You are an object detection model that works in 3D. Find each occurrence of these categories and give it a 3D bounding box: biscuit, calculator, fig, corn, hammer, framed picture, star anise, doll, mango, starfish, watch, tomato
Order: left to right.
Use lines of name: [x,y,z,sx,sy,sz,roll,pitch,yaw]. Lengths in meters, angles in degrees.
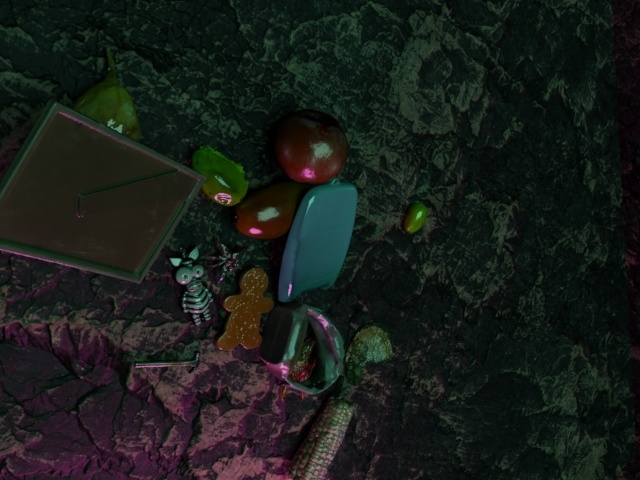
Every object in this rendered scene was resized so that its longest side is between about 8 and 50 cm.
framed picture: [-0.482,-0.081,1.337,0.326,0.028,0.446,-56,147,4]
fig: [-0.481,-0.313,1.365,0.159,0.159,0.256,5,80,-37]
hammer: [-0.411,0.334,1.634,0.182,0.017,0.062,4,99,-35]
doll: [-0.339,0.120,1.602,0.091,0.067,0.219,-22,111,-26]
mango: [-0.266,-0.165,1.569,0.178,0.100,0.119,47,37,-25]
star anise: [-0.260,0.063,1.650,0.124,0.056,0.129,23,87,-38]
biscuit: [-0.212,0.192,1.731,0.166,0.036,0.249,6,101,-37]
mango: [-0.110,-0.095,1.682,0.289,0.129,0.146,-32,121,-35]
starfish: [-0.064,0.394,1.884,0.241,0.043,0.227,12,92,-32]
watch: [-0.037,0.322,1.789,0.241,0.162,0.253,20,84,-30]
tomato: [-0.026,-0.260,1.647,0.208,0.208,0.184,-16,125,-32]
calculator: [0.000,0.000,1.742,0.256,0.054,0.386,-13,124,-46]
corn: [0.005,0.660,1.948,0.127,0.127,0.335,40,76,-35]
mango: [0.319,-0.074,2.041,0.073,0.056,0.108,29,96,-33]

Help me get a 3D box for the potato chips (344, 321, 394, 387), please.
potato chips: [0.160,0.387,2.056,0.220,0.029,0.202,-48,123,-20]
